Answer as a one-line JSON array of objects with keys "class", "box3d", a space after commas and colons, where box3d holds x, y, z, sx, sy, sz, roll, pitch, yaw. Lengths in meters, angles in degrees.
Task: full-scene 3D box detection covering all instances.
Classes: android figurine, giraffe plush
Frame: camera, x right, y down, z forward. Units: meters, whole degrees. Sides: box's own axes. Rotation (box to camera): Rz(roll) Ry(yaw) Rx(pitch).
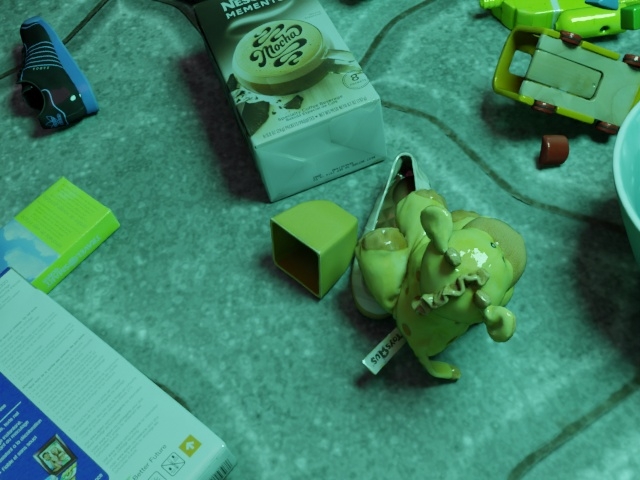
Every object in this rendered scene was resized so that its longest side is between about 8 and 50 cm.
[{"class": "android figurine", "box3d": [0.366, -0.384, 1.096, 0.273, 0.056, 0.248, -4, 55, 4]}, {"class": "giraffe plush", "box3d": [0.130, 0.032, 0.734, 0.181, 0.170, 0.210, 31, 66, -3]}]

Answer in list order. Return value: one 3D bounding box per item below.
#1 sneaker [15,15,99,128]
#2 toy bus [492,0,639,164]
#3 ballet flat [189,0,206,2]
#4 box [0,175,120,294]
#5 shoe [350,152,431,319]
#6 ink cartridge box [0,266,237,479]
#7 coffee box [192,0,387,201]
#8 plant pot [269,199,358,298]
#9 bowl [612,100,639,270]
[{"class": "sneaker", "box3d": [-0.422, -0.256, 1.117, 0.090, 0.081, 0.232, -28, 56, -20]}, {"class": "toy bus", "box3d": [0.321, -0.204, 0.939, 0.191, 0.202, 0.104, -30, 25, -4]}, {"class": "ballet flat", "box3d": [-0.193, -0.414, 1.211, 0.173, 0.049, 0.057, 32, 65, 27]}, {"class": "box", "box3d": [-0.358, 0.007, 0.943, 0.109, 0.042, 0.178, 31, 65, 27]}, {"class": "shoe", "box3d": [0.082, -0.010, 0.872, 0.076, 0.058, 0.219, 8, 57, 15]}, {"class": "ink cartridge box", "box3d": [-0.281, 0.188, 0.790, 0.371, 0.069, 0.176, 32, 66, 25]}, {"class": "coffee box", "box3d": [-0.047, -0.218, 1.004, 0.168, 0.119, 0.297, -22, 55, -5]}, {"class": "plant pot", "box3d": [0.000, 0.000, 0.870, 0.081, 0.081, 0.083, 36, 57, 29]}, {"class": "bowl", "box3d": [0.447, -0.019, 0.755, 0.311, 0.163, 0.311, -4, 55, 6]}]
